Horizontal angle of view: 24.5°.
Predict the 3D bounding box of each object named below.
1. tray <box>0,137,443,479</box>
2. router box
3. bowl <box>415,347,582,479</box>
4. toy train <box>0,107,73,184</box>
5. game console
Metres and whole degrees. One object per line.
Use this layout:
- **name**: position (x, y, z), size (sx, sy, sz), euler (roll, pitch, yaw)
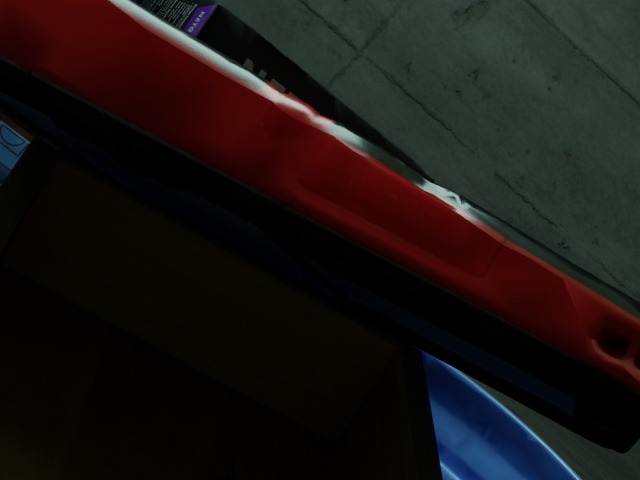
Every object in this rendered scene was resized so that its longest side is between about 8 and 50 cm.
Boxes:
- **tray**: position (-0.057, 0.098, 0.484), size (0.203, 0.076, 0.411), euler (30, 17, -10)
- **router box**: position (-0.038, -0.077, 0.814), size (0.179, 0.046, 0.133), euler (35, -4, -36)
- **bowl**: position (0.001, 0.131, 0.759), size (0.391, 0.077, 0.391), euler (30, 16, -9)
- **toy train**: position (-0.205, -0.075, 1.081), size (0.184, 0.105, 0.080), euler (38, -2, -28)
- **game console**: position (0.000, 0.000, 0.678), size (0.342, 0.060, 0.386), euler (32, -3, 13)
